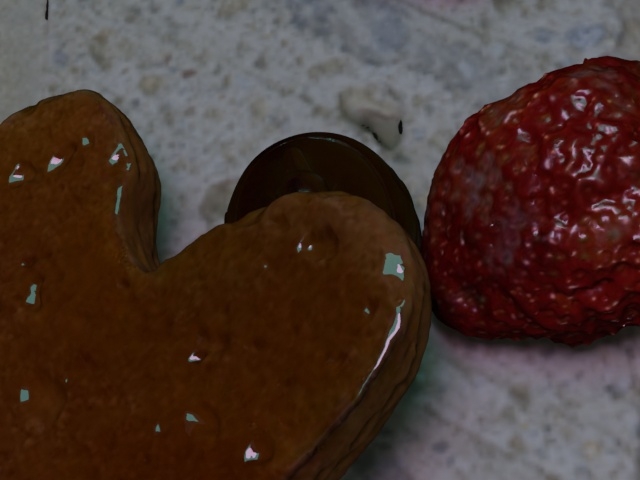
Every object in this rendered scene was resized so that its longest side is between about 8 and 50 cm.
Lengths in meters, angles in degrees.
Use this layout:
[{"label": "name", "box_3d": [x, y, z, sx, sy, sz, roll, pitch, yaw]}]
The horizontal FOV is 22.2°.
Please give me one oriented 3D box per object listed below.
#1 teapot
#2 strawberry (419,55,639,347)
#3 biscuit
[{"label": "teapot", "box_3d": [0.000, 0.000, 0.798, 0.098, 0.078, 0.129, -15, 60, 3]}, {"label": "strawberry", "box_3d": [0.117, -0.013, 0.756, 0.148, 0.131, 0.131, -26, 59, -6]}, {"label": "biscuit", "box_3d": [-0.094, 0.037, 0.779, 0.262, 0.052, 0.277, -44, 58, 8]}]
